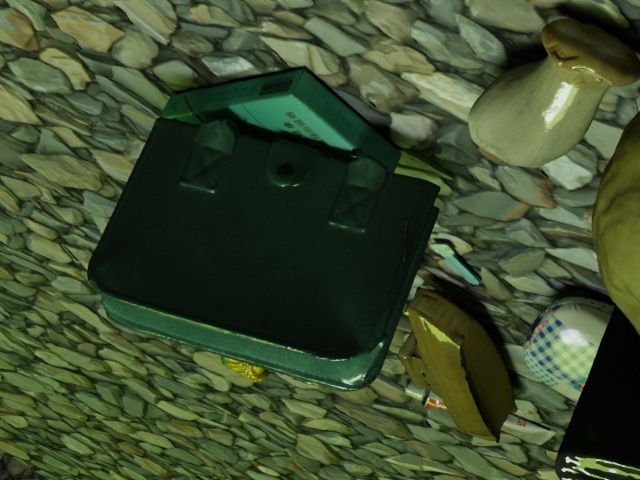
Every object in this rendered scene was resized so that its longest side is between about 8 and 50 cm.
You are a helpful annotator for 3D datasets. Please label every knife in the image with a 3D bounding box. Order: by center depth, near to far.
[{"bbox_3d":[0.160,0.026,2.123,0.027,0.010,0.096,2,152,39],"label":"knife"}]

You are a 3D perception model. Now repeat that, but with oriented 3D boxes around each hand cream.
[{"bbox_3d":[0.216,0.237,2.510,0.216,0.038,0.052,21,-175,-5],"label":"hand cream"}]

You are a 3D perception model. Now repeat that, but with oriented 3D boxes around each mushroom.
[{"bbox_3d":[0.206,-0.128,1.648,0.097,0.088,0.212,54,153,10],"label":"mushroom"}]

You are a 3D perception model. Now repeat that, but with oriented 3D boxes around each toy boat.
[{"bbox_3d":[0.164,0.152,2.297,0.121,0.089,0.321,24,160,31],"label":"toy boat"}]

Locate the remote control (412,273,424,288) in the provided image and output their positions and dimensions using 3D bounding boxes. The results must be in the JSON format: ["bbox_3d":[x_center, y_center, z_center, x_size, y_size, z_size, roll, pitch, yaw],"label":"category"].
[{"bbox_3d":[0.039,0.059,2.223,0.073,0.044,0.229,36,154,-20],"label":"remote control"}]

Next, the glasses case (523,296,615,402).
[{"bbox_3d":[0.390,0.165,2.092,0.327,0.076,0.125,25,129,-6],"label":"glasses case"}]

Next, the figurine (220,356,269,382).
[{"bbox_3d":[-0.097,0.141,2.506,0.156,0.094,0.115,0,159,36],"label":"figurine"}]

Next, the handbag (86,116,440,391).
[{"bbox_3d":[-0.060,0.005,1.883,0.327,0.238,0.089,14,158,17],"label":"handbag"}]

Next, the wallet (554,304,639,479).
[{"bbox_3d":[0.366,0.111,1.643,0.228,0.406,0.062,15,126,14],"label":"wallet"}]

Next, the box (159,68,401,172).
[{"bbox_3d":[-0.046,-0.112,1.974,0.229,0.041,0.162,-5,144,48],"label":"box"}]

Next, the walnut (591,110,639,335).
[{"bbox_3d":[0.375,-0.014,1.516,0.282,0.253,0.277,20,154,18],"label":"walnut"}]
